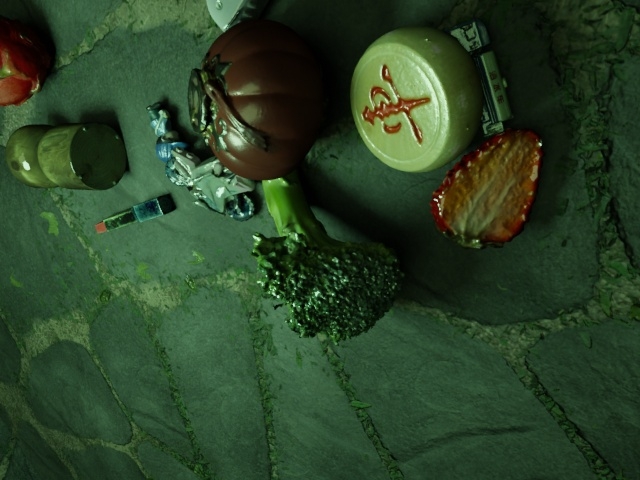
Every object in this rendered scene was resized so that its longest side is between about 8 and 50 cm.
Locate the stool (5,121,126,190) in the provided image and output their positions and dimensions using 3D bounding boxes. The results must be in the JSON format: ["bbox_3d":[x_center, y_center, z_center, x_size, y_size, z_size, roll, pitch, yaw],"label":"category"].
[{"bbox_3d":[-0.686,-0.227,1.308,0.264,0.179,0.179,5,113,26],"label":"stool"}]

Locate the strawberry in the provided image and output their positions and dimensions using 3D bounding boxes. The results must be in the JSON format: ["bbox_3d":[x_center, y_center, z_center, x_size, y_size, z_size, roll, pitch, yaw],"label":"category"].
[{"bbox_3d":[0.302,-0.103,0.891,0.190,0.111,0.237,24,107,-16],"label":"strawberry"}]

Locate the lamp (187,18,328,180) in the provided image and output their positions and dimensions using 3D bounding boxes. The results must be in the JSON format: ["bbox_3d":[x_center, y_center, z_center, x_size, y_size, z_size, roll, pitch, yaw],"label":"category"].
[{"bbox_3d":[-0.119,-0.267,0.941,0.303,0.256,0.304,19,111,62],"label":"lamp"}]

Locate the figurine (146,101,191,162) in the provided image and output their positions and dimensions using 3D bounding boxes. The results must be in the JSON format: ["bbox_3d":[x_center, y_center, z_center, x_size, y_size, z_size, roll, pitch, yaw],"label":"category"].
[{"bbox_3d":[-0.385,-0.265,1.198,0.149,0.087,0.086,62,161,-6],"label":"figurine"}]

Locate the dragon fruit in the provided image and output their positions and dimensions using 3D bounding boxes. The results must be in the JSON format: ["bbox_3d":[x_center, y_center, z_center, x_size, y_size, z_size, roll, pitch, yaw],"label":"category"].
[{"bbox_3d":[-0.844,-0.468,1.258,0.241,0.252,0.241,14,106,62],"label":"dragon fruit"}]

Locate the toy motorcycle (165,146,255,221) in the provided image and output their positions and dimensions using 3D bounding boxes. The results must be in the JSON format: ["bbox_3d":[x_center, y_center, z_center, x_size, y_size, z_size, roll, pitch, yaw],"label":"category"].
[{"bbox_3d":[-0.243,-0.171,1.147,0.239,0.108,0.204,21,127,-14],"label":"toy motorcycle"}]

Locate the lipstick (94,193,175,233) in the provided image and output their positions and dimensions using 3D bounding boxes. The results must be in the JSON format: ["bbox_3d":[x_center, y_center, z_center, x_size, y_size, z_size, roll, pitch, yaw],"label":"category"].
[{"bbox_3d":[-0.541,-0.071,1.376,0.312,0.051,0.051,-12,107,33],"label":"lipstick"}]

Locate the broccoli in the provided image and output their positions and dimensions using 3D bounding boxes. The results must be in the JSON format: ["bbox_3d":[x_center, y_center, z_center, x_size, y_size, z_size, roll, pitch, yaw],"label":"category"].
[{"bbox_3d":[0.014,0.028,1.027,0.274,0.397,0.353,-27,122,-2],"label":"broccoli"}]

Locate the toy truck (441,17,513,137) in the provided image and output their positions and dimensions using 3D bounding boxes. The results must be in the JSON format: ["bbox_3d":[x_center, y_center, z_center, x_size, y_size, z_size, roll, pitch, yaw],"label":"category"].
[{"bbox_3d":[0.275,-0.282,0.846,0.088,0.074,0.202,-15,103,27],"label":"toy truck"}]

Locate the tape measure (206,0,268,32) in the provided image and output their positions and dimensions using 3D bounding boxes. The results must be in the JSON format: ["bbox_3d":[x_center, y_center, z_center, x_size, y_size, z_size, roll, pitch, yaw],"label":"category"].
[{"bbox_3d":[-0.158,-0.550,0.935,0.197,0.120,0.236,49,120,4],"label":"tape measure"}]

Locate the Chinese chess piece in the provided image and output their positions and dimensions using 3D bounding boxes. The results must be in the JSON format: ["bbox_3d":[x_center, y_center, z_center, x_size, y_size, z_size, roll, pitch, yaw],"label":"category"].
[{"bbox_3d":[0.162,-0.242,0.852,0.250,0.097,0.251,36,142,34],"label":"Chinese chess piece"}]
